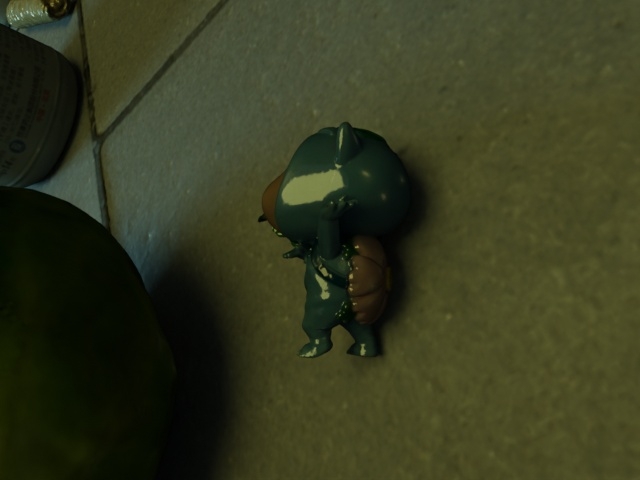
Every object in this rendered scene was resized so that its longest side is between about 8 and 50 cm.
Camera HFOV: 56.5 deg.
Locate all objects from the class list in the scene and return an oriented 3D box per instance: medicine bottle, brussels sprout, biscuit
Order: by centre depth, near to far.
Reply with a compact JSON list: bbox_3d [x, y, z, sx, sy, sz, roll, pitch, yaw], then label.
[{"bbox_3d":[-0.321,0.127,0.549,0.361,0.342,0.425,-52,60,27],"label":"brussels sprout"},{"bbox_3d":[-0.562,-0.230,0.902,0.245,0.306,0.245,-15,67,39],"label":"medicine bottle"},{"bbox_3d":[-0.530,-0.430,1.108,0.219,0.055,0.061,17,78,44],"label":"biscuit"}]

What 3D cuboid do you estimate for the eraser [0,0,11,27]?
[{"bbox_3d":[-0.765,-0.572,1.299,0.331,0.149,0.332,-12,71,38],"label":"eraser"}]

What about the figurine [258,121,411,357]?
[{"bbox_3d":[0.000,0.000,0.471,0.144,0.114,0.179,-3,83,43],"label":"figurine"}]
